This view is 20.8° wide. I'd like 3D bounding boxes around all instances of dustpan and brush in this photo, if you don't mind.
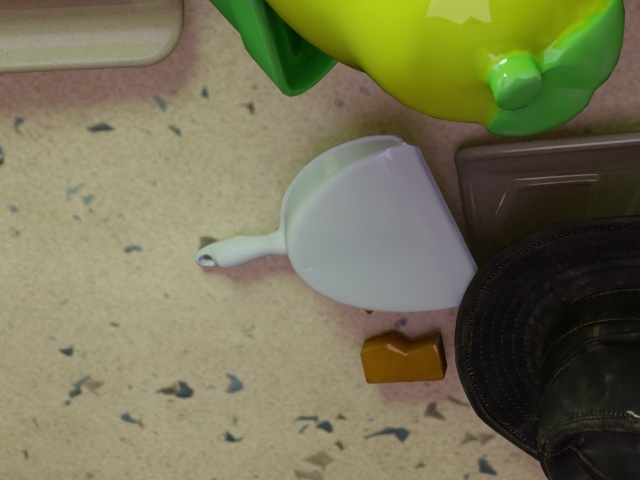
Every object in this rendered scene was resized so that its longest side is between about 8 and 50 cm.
[{"bbox_3d":[0.000,0.000,1.248,0.211,0.060,0.147,-17,122,19],"label":"dustpan and brush"}]

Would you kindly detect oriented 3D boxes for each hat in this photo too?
[{"bbox_3d":[0.249,0.124,1.189,0.331,0.134,0.331,6,135,7],"label":"hat"}]

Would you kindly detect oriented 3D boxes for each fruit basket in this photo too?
[{"bbox_3d":[0.032,-0.221,0.813,0.283,0.392,0.392,-48,112,-17],"label":"fruit basket"}]

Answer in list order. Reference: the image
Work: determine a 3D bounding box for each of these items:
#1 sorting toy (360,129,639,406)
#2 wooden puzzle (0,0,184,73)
[{"bbox_3d":[0.171,0.024,1.263,0.307,0.041,0.229,-4,118,17],"label":"sorting toy"},{"bbox_3d":[-0.260,-0.231,1.066,0.322,0.080,0.348,-3,149,2],"label":"wooden puzzle"}]
